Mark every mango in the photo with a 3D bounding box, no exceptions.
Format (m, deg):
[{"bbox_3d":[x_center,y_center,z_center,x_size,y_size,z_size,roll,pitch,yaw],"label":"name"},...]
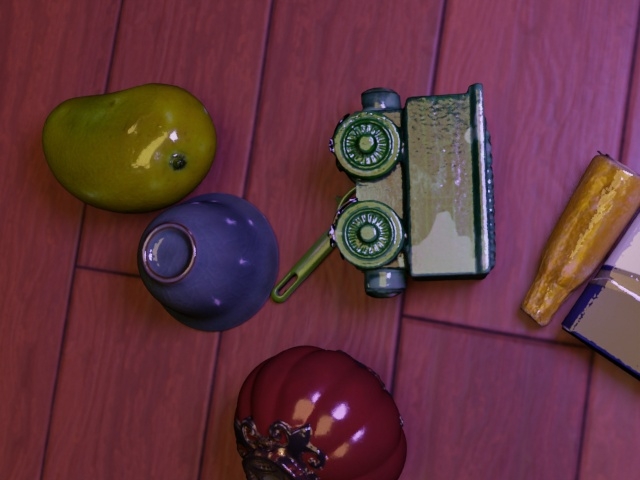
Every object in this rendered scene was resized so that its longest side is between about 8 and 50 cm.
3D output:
[{"bbox_3d":[-0.269,-0.124,1.224,0.273,0.149,0.185,-5,65,23],"label":"mango"}]

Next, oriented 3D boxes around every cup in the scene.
[{"bbox_3d":[-0.173,0.022,1.183,0.199,0.150,0.199,-2,83,17],"label":"cup"}]

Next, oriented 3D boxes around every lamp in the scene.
[{"bbox_3d":[0.002,0.234,1.086,0.227,0.227,0.227,-2,84,17],"label":"lamp"}]

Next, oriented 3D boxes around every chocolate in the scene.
[{"bbox_3d":[0.316,0.004,1.076,0.085,0.085,0.219,33,99,17],"label":"chocolate"}]

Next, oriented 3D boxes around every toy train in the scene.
[{"bbox_3d":[0.113,-0.062,1.101,0.202,0.145,0.266,-2,84,7],"label":"toy train"}]

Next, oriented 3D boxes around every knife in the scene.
[{"bbox_3d":[0.000,0.000,1.203,0.054,0.015,0.212,43,97,17],"label":"knife"}]

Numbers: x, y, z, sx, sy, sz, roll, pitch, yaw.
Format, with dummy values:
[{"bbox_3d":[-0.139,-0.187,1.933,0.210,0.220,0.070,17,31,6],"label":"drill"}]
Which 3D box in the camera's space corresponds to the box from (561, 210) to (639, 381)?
[{"bbox_3d":[0.427,0.044,1.041,0.168,0.071,0.259,34,93,17],"label":"box"}]
